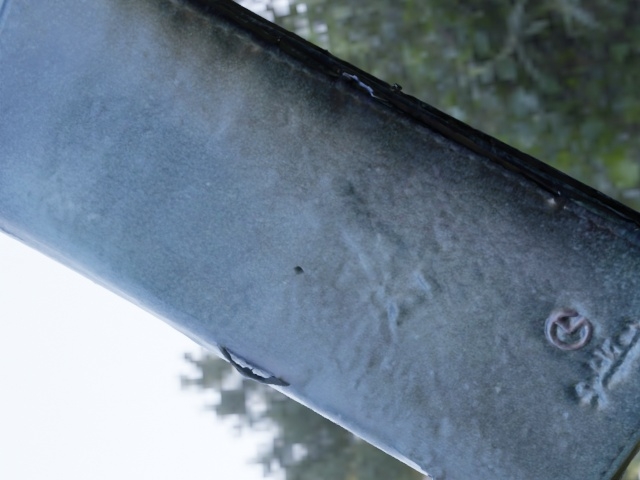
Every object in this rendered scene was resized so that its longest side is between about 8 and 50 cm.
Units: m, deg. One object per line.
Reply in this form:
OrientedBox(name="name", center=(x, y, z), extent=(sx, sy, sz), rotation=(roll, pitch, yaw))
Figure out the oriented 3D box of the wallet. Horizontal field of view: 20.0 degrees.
OrientedBox(name="wallet", center=(0.000, 0.000, 0.885), extent=(0.379, 0.191, 0.046), rotation=(29, -147, 0))
